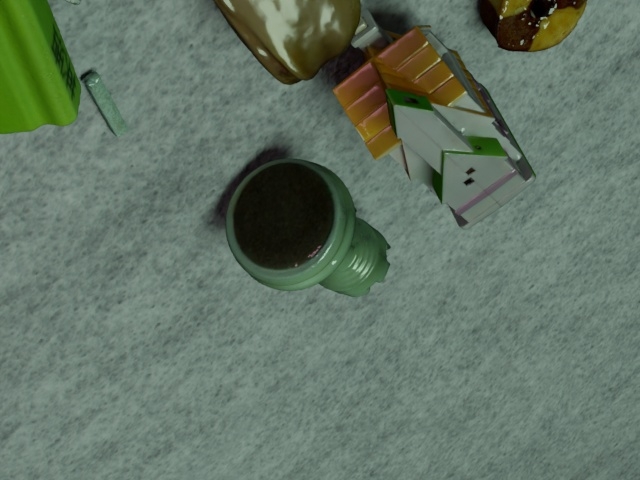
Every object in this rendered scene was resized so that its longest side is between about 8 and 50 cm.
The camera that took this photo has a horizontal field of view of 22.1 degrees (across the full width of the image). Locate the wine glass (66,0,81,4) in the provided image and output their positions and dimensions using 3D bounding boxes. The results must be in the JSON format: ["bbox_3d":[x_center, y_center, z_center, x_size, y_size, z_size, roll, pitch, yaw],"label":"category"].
[{"bbox_3d":[-0.254,-0.378,1.840,0.196,0.165,0.165,-42,146,10],"label":"wine glass"}]

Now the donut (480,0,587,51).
[{"bbox_3d":[0.322,-0.367,2.491,0.184,0.073,0.166,-17,137,-33],"label":"donut"}]

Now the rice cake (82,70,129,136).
[{"bbox_3d":[-0.279,-0.176,2.126,0.022,0.021,0.121,-42,147,-12],"label":"rice cake"}]

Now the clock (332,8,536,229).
[{"bbox_3d":[0.141,-0.192,2.363,0.166,0.235,0.309,-36,137,14],"label":"clock"}]

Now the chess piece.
[{"bbox_3d":[0.000,0.000,2.466,0.194,0.194,0.299,-49,155,6],"label":"chess piece"}]

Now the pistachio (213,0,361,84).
[{"bbox_3d":[-0.052,-0.336,2.088,0.260,0.163,0.212,52,44,-37],"label":"pistachio"}]

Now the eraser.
[{"bbox_3d":[-0.399,-0.235,1.807,0.210,0.092,0.274,-4,141,6],"label":"eraser"}]
